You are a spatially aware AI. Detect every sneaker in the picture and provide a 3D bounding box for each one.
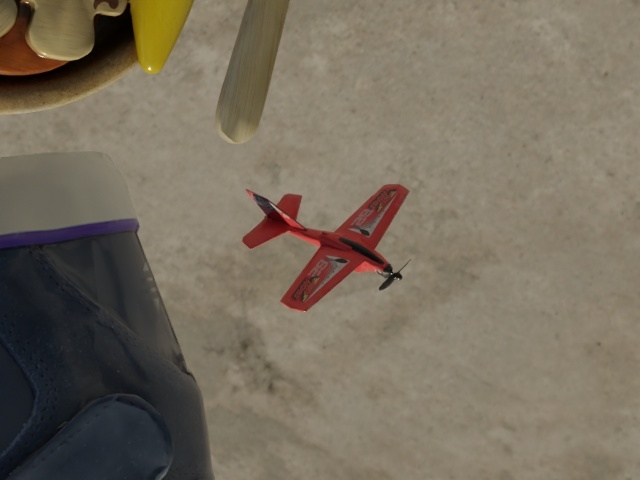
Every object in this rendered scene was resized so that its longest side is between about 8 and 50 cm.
[{"bbox_3d":[-0.197,0.110,0.397,0.130,0.322,0.236,162,95,-78],"label":"sneaker"}]

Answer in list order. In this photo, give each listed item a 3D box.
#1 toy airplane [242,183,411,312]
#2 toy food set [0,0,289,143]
[{"bbox_3d":[0.000,0.000,0.862,0.151,0.151,0.028,15,142,15],"label":"toy airplane"},{"bbox_3d":[-0.086,-0.100,0.289,0.192,0.132,0.038,11,-179,-23],"label":"toy food set"}]
